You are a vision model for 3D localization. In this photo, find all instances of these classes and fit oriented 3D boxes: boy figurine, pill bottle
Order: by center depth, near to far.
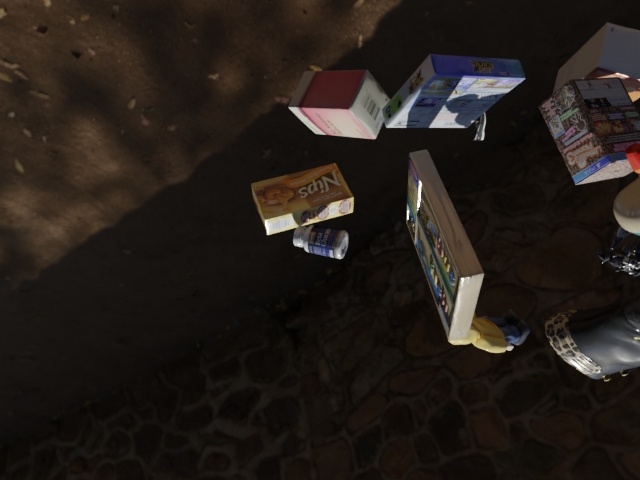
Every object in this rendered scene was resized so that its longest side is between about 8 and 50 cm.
[{"bbox_3d":[0.460,0.246,1.468,0.284,0.177,0.092,7,120,-34],"label":"boy figurine"},{"bbox_3d":[0.000,0.000,1.708,0.169,0.094,0.094,11,149,18],"label":"pill bottle"}]

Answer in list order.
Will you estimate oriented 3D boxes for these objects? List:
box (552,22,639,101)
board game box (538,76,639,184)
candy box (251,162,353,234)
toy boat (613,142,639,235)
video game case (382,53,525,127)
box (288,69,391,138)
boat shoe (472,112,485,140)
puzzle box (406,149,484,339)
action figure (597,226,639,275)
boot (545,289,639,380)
[{"bbox_3d":[1.009,-0.583,1.839,0.214,0.169,0.345,17,172,2],"label":"box"},{"bbox_3d":[0.867,-0.346,1.616,0.231,0.291,0.141,-10,163,-24],"label":"board game box"},{"bbox_3d":[-0.063,-0.148,1.792,0.316,0.183,0.088,-15,143,-13],"label":"candy box"},{"bbox_3d":[0.894,-0.139,1.344,0.267,0.318,0.148,-34,111,28],"label":"toy boat"},{"bbox_3d":[0.331,-0.372,1.319,0.269,0.061,0.244,-5,165,-23],"label":"video game case"},{"bbox_3d":[0.053,-0.379,1.439,0.232,0.127,0.148,15,167,42],"label":"box"},{"bbox_3d":[0.566,-0.416,1.853,0.038,0.046,0.125,-8,131,2],"label":"boat shoe"},{"bbox_3d":[0.294,0.006,1.291,0.052,0.409,0.272,-10,139,-2],"label":"puzzle box"},{"bbox_3d":[1.054,0.044,1.737,0.141,0.164,0.275,-57,174,1],"label":"action figure"},{"bbox_3d":[0.647,0.200,0.957,0.377,0.138,0.284,23,154,-15],"label":"boot"}]
